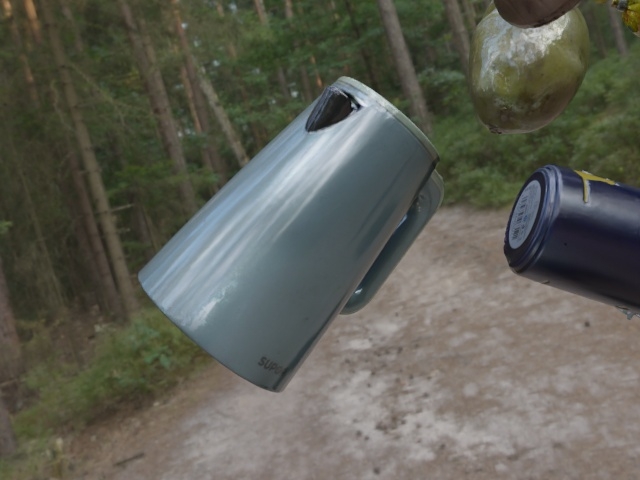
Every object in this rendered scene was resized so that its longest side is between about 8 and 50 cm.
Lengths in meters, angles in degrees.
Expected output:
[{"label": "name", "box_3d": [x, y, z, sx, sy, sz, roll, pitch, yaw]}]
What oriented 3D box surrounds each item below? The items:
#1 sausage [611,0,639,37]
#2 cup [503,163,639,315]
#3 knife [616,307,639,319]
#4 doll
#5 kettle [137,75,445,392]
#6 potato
[{"label": "sausage", "box_3d": [0.626, -0.366, 1.119, 0.348, 0.123, 0.123, 0, 4, 0]}, {"label": "cup", "box_3d": [0.403, 0.004, 1.054, 0.257, 0.178, 0.255, 17, -4, -2]}, {"label": "knife", "box_3d": [0.568, 0.005, 1.224, 0.053, 0.123, 0.277, -24, -34, -61]}, {"label": "doll", "box_3d": [0.246, -0.263, 0.704, 0.145, 0.096, 0.188, -48, 36, 16]}, {"label": "kettle", "box_3d": [0.000, 0.000, 0.634, 0.243, 0.210, 0.160, -49, 43, 0]}, {"label": "potato", "box_3d": [0.420, -0.370, 1.459, 0.243, 0.326, 0.221, -22, -45, 36]}]
